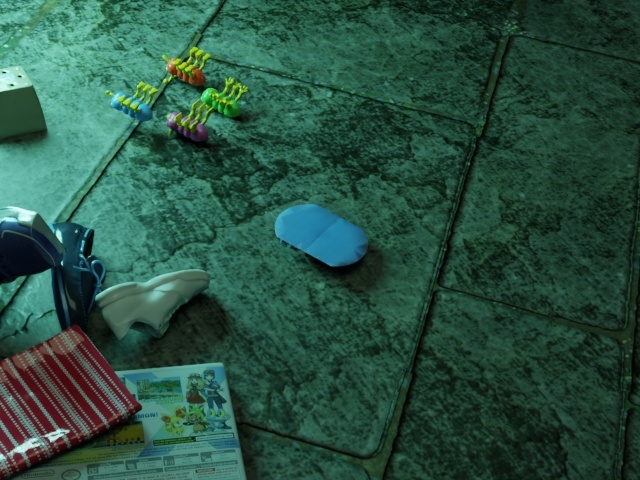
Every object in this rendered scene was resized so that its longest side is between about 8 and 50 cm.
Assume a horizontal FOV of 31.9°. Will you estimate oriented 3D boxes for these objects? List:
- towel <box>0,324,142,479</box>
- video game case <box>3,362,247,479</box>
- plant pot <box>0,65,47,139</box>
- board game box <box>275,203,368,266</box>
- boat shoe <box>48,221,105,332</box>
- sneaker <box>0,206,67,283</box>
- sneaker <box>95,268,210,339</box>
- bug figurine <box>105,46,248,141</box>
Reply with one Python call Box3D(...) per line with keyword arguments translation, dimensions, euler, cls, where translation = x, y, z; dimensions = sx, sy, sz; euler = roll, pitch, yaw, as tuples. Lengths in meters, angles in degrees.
Box3D(translation=(-0.419, 0.232, 1.583), dimensions=(0.274, 0.031, 0.199), euler=(-24, 49, -28), cls="towel")
Box3D(translation=(-0.276, 0.304, 1.575), dimensions=(0.328, 0.036, 0.300), euler=(-4, 42, -13), cls="video game case")
Box3D(translation=(-0.593, -0.269, 2.133), dimensions=(0.109, 0.096, 0.109), euler=(-16, 47, -26), cls="plant pot")
Box3D(translation=(0.000, 0.000, 1.979), dimensions=(0.168, 0.033, 0.133), euler=(28, 39, 14), cls="board game box")
Box3D(translation=(-0.387, 0.048, 1.799), dimensions=(0.089, 0.109, 0.258), euler=(-2, 44, -17), cls="boat shoe")
Box3D(translation=(-0.550, 0.062, 1.715), dimensions=(0.315, 0.127, 0.182), euler=(-6, 47, 26), cls="sneaker")
Box3D(translation=(-0.258, 0.107, 1.788), dimensions=(0.212, 0.080, 0.094), euler=(-14, 78, -44), cls="sneaker")
Box3D(translation=(-0.279, -0.280, 2.221), dimensions=(0.216, 0.072, 0.279), euler=(30, 40, 14), cls="bug figurine")
